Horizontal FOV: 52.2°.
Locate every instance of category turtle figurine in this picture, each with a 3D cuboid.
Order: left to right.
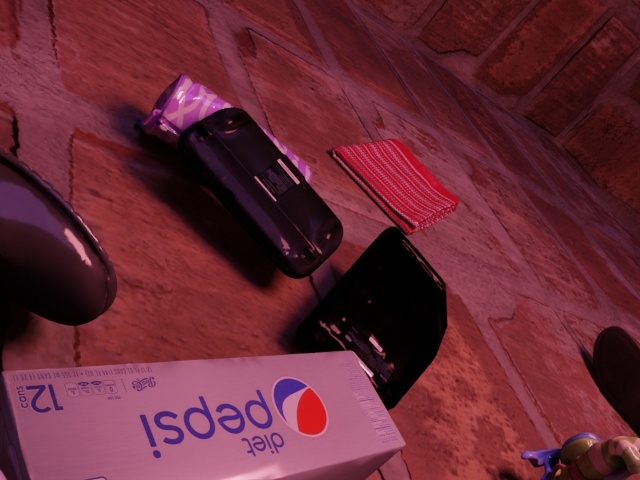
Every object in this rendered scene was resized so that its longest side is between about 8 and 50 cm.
[{"bbox_3d":[0.310,0.281,0.589,0.275,0.197,0.266,6,41,19],"label":"turtle figurine"}]

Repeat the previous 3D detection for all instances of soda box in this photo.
[{"bbox_3d":[-0.074,0.140,0.427,0.286,0.098,0.091,8,41,-49],"label":"soda box"}]

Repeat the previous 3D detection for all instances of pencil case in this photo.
[{"bbox_3d":[-0.107,-0.107,0.766,0.206,0.086,0.088,32,27,-20],"label":"pencil case"}]

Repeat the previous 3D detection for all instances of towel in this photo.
[{"bbox_3d":[0.144,-0.109,1.176,0.199,0.031,0.275,47,27,11],"label":"towel"}]

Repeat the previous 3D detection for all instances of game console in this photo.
[{"bbox_3d":[0.000,0.000,0.713,0.361,0.044,0.213,50,39,-3],"label":"game console"}]

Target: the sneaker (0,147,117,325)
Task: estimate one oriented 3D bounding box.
[{"bbox_3d":[-0.287,-0.018,0.384,0.331,0.122,0.146,35,45,-16],"label":"sneaker"}]

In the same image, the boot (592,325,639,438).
[{"bbox_3d":[0.619,0.288,1.155,0.281,0.096,0.264,19,34,-40],"label":"boot"}]

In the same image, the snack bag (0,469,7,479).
[{"bbox_3d":[-0.052,0.194,0.125,0.342,0.037,0.323,64,-16,-2],"label":"snack bag"}]
